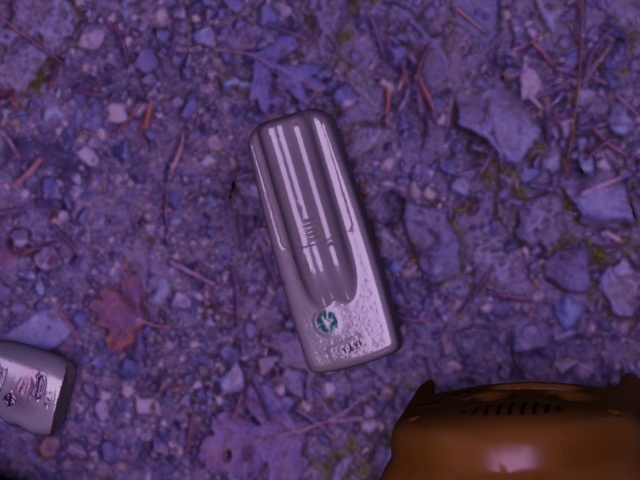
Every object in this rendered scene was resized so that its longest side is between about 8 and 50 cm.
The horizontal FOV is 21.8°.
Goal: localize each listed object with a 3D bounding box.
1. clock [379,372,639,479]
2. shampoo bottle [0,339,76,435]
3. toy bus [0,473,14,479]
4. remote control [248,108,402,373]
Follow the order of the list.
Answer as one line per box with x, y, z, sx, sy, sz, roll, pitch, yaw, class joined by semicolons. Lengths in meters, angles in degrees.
0.159;0.203;1.315;0.244;0.317;0.200;-6;84;11;clock
-0.304;0.124;1.528;0.152;0.045;0.077;17;95;10;shampoo bottle
-0.327;0.308;1.462;0.427;0.203;0.233;24;91;7;toy bus
0.000;0.000;1.469;0.090;0.049;0.230;-17;90;13;remote control
